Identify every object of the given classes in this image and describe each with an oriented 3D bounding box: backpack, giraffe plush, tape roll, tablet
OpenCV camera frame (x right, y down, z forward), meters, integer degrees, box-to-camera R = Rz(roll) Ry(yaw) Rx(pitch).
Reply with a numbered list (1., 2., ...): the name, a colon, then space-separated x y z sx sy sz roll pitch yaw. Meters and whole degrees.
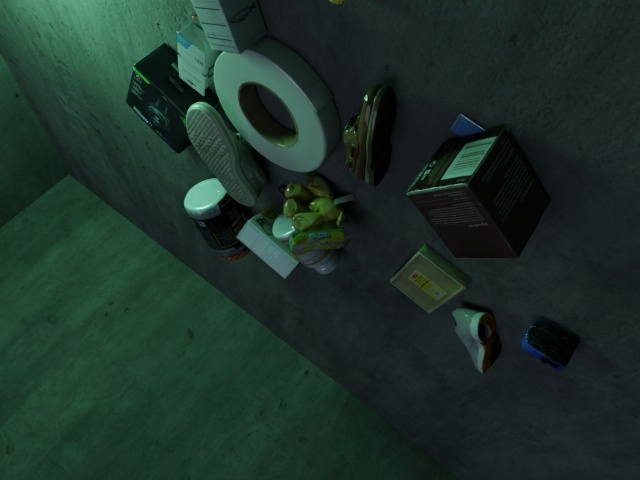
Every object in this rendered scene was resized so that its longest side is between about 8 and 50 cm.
1. backpack: 0.593 0.277 1.369 0.120 0.098 0.101 31 157 18
2. giraffe plush: -0.002 -0.085 1.591 0.210 0.181 0.170 0 160 2
3. tape roll: -0.119 -0.352 1.390 0.392 0.072 0.392 33 154 19
4. tablet: 0.312 -0.222 1.069 0.083 0.006 0.054 36 154 8

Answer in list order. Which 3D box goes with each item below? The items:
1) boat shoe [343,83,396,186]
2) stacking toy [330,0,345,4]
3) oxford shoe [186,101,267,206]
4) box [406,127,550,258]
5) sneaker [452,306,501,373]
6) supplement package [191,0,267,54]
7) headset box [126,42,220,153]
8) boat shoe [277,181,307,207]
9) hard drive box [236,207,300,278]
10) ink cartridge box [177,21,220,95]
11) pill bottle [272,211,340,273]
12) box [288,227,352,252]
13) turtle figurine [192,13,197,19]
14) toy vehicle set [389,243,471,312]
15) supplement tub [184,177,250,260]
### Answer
1. boat shoe: 0.101 -0.242 1.208 0.104 0.111 0.307 31 153 18
2. stacking toy: -0.027 -0.560 0.949 0.221 0.052 0.167 37 154 10
3. oxford shoe: -0.282 -0.278 1.625 0.169 0.130 0.449 23 158 26
4. box: 0.324 -0.089 1.067 0.203 0.168 0.167 49 154 -22
5. sneaker: 0.472 0.297 1.596 0.121 0.099 0.262 25 144 45
6. supplement package: -0.216 -0.537 1.187 0.105 0.105 0.179 22 149 34
7. headset box: -0.472 -0.447 1.659 0.246 0.131 0.283 46 154 -11
8. boat shoe: -0.092 -0.138 1.731 0.125 0.038 0.046 51 153 -20
9. hard drive box: -0.160 0.007 1.881 0.232 0.181 0.089 40 116 1
10. ink cartridge box: -0.344 -0.506 1.467 0.104 0.060 0.180 39 154 4
11. pill bottle: -0.038 0.006 1.754 0.136 0.136 0.245 11 152 47
12. box: 0.000 0.000 1.538 0.105 0.179 0.043 122 143 -73
13. turtle figurine: -0.353 -0.638 1.192 0.217 0.087 0.269 53 -166 -5
14. toy vehicle set: 0.323 0.122 1.570 0.166 0.035 0.267 39 155 5
15. supplement tub: -0.392 -0.075 2.072 0.193 0.193 0.316 21 148 36
